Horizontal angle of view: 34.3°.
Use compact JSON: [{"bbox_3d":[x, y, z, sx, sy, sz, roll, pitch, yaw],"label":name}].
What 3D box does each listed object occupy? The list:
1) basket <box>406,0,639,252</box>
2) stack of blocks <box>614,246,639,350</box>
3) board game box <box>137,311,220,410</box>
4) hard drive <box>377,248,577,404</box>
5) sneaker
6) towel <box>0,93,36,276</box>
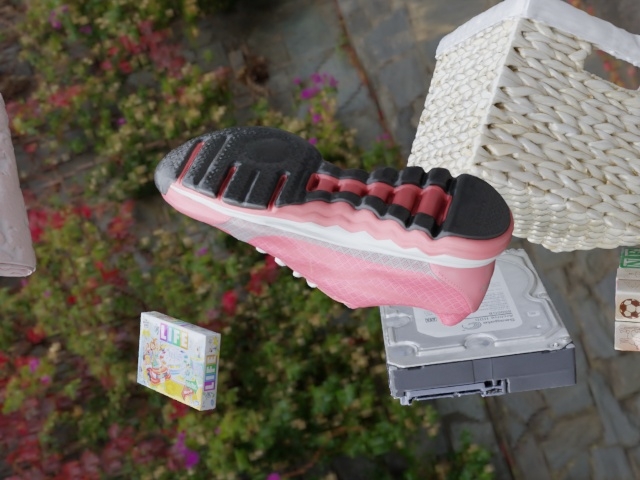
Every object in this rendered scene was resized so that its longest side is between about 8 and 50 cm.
[{"bbox_3d":[0.334,-0.156,1.510,0.331,0.328,0.266,169,121,-75],"label":"basket"},{"bbox_3d":[0.516,0.058,1.480,0.297,0.171,0.087,-48,-43,-62],"label":"stack of blocks"},{"bbox_3d":[-0.198,0.164,1.436,0.026,0.154,0.103,-2,-80,-43],"label":"board game box"},{"bbox_3d":[0.199,0.107,1.430,0.339,0.237,0.064,-89,-9,-68],"label":"hard drive"},{"bbox_3d":[0.000,0.000,0.891,0.116,0.313,0.136,-60,-20,-49],"label":"sneaker"},{"bbox_3d":[-0.595,-0.110,1.573,0.317,0.053,0.332,8,-121,-48],"label":"towel"}]
